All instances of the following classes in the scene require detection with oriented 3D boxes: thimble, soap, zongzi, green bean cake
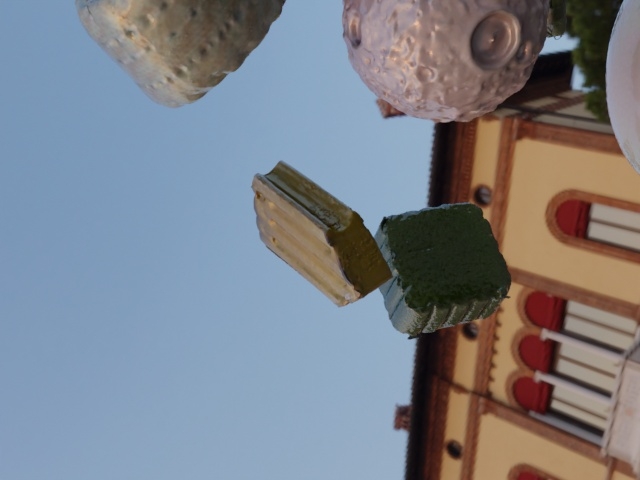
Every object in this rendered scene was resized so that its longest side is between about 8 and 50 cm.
[{"bbox_3d":[-0.187,-0.348,1.059,0.195,0.291,0.292,46,-112,-34],"label":"thimble"},{"bbox_3d":[0.000,0.000,1.208,0.080,0.257,0.160,-34,-37,-26],"label":"soap"},{"bbox_3d":[0.408,-0.435,1.433,0.055,0.119,0.109,-31,-59,-41],"label":"zongzi"},{"bbox_3d":[0.250,0.059,1.606,0.249,0.247,0.156,-11,-26,-14],"label":"green bean cake"}]

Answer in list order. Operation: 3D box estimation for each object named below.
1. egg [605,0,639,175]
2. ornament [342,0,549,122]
[{"bbox_3d":[0.531,-0.200,0.957,0.340,0.354,0.354,-59,-38,-7],"label":"egg"},{"bbox_3d":[0.159,-0.271,0.938,0.259,0.225,0.260,-8,-63,-16],"label":"ornament"}]
